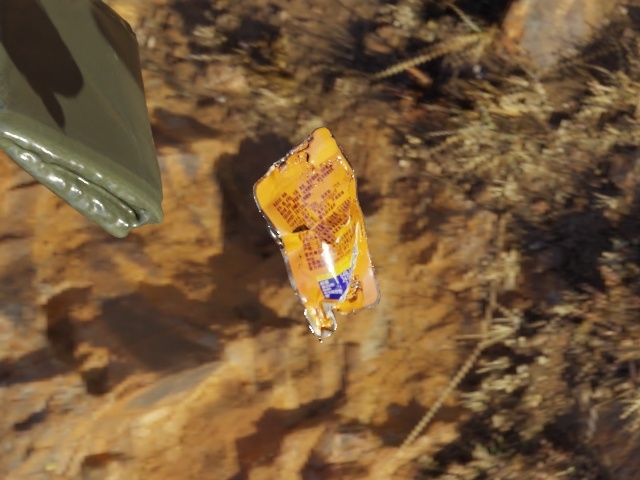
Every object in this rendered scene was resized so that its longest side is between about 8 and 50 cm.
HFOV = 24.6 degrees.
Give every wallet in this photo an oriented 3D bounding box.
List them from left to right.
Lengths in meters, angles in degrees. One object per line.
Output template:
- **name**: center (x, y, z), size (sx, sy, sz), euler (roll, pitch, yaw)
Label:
- **wallet**: center (-0.197, -0.125, 1.131), size (0.052, 0.168, 0.245), euler (-35, 43, 23)

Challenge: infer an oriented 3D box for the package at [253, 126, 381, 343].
- **package**: center (0.001, 0.000, 0.820), size (0.033, 0.077, 0.111), euler (16, 129, 53)
